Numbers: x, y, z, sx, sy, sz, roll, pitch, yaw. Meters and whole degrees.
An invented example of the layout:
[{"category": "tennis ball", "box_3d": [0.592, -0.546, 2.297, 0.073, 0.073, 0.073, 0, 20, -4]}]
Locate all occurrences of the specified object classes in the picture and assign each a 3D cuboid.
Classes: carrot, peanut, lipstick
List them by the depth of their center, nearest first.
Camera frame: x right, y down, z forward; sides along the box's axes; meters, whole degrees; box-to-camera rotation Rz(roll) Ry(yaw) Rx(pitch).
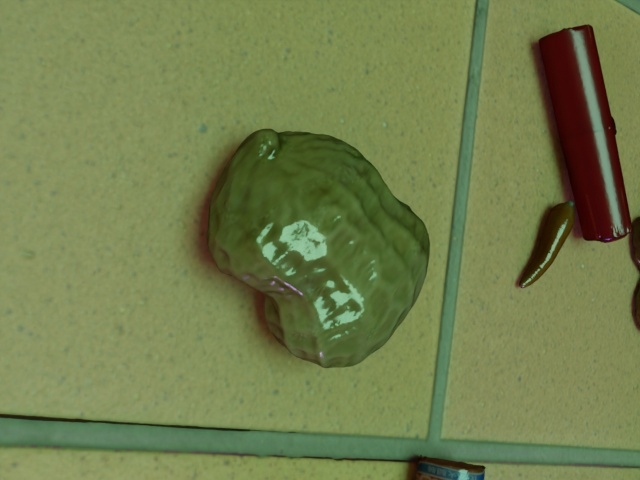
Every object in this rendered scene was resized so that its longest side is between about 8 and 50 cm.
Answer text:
[{"category": "peanut", "box_3d": [0.000, 0.000, 0.670, 0.196, 0.110, 0.233, -49, 113, -25]}, {"category": "carrot", "box_3d": [0.291, 0.005, 0.902, 0.035, 0.035, 0.142, 39, 72, -24]}, {"category": "lipstick", "box_3d": [0.350, -0.137, 0.926, 0.073, 0.073, 0.279, -17, 96, -32]}]

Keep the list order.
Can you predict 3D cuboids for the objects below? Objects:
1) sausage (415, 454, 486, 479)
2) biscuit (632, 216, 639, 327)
[{"category": "sausage", "box_3d": [0.115, 0.369, 0.740, 0.074, 0.074, 0.273, 18, 78, -30]}, {"category": "biscuit", "box_3d": [0.578, 0.037, 1.075, 0.302, 0.049, 0.196, -3, 90, -34]}]
